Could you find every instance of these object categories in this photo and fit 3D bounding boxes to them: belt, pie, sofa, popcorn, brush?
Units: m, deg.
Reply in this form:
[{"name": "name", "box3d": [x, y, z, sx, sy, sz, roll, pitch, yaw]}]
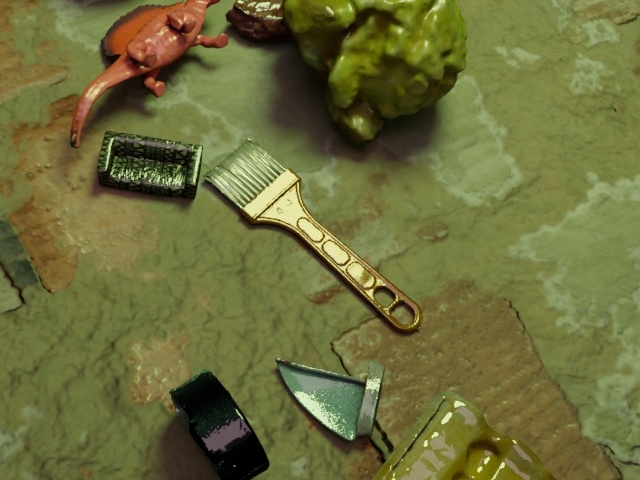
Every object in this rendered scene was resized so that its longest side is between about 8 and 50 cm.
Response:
[{"name": "belt", "box3d": [-0.103, 0.194, 1.017, 0.058, 0.105, 0.140, -31, 48, -16]}, {"name": "pie", "box3d": [-0.075, -0.368, 1.313, 0.218, 0.054, 0.204, 37, 66, 9]}, {"name": "sofa", "box3d": [-0.202, -0.089, 1.173, 0.117, 0.039, 0.060, 8, 65, -4]}, {"name": "popcorn", "box3d": [0.061, -0.251, 1.204, 0.236, 0.206, 0.252, 25, 90, -23]}, {"name": "brush", "box3d": [0.000, 0.000, 1.176, 0.314, 0.017, 0.090, 42, 66, 10]}]

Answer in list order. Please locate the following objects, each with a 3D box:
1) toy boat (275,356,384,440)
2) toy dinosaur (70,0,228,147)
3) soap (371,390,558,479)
[{"name": "toy boat", "box3d": [0.005, 0.168, 1.095, 0.122, 0.034, 0.096, 10, 64, 6]}, {"name": "toy dinosaur", "box3d": [-0.238, -0.234, 1.216, 0.139, 0.070, 0.286, 33, 66, 31]}, {"name": "soap", "box3d": [0.131, 0.363, 0.950, 0.293, 0.156, 0.335, 35, 65, 12]}]
